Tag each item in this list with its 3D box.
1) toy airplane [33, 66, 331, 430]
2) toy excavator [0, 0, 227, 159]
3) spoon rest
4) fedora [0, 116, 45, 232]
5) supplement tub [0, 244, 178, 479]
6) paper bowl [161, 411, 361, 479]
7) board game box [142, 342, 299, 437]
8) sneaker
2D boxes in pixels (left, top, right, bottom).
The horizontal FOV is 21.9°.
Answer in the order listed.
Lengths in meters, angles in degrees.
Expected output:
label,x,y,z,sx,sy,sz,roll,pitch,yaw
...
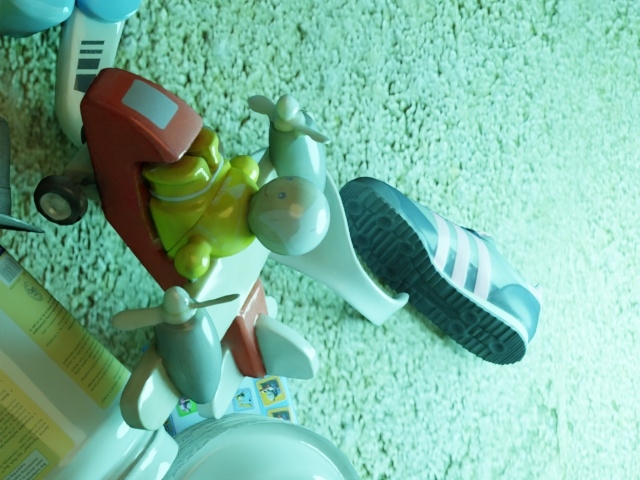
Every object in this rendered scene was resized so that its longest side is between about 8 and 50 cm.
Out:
label,x,y,z,sx,sy,sz,roll,pitch,yaw
toy airplane,-0.097,0.014,1.814,0.384,0.272,0.386,9,72,-54
toy excavator,-0.289,-0.273,1.932,0.433,0.222,0.445,15,82,-29
spoon rest,0.000,0.000,2.039,0.137,0.084,0.276,-43,101,11
fedora,-0.417,-0.086,1.717,0.275,0.244,0.124,8,89,-20
supplement tub,-0.338,0.176,1.765,0.331,0.241,0.241,46,64,-8
paper bowl,-0.071,0.343,1.872,0.284,0.148,0.284,-1,91,-29
board game box,-0.109,0.208,1.976,0.160,0.039,0.211,-13,83,-27
sneaker,0.155,0.016,2.121,0.319,0.112,0.131,44,47,-12
